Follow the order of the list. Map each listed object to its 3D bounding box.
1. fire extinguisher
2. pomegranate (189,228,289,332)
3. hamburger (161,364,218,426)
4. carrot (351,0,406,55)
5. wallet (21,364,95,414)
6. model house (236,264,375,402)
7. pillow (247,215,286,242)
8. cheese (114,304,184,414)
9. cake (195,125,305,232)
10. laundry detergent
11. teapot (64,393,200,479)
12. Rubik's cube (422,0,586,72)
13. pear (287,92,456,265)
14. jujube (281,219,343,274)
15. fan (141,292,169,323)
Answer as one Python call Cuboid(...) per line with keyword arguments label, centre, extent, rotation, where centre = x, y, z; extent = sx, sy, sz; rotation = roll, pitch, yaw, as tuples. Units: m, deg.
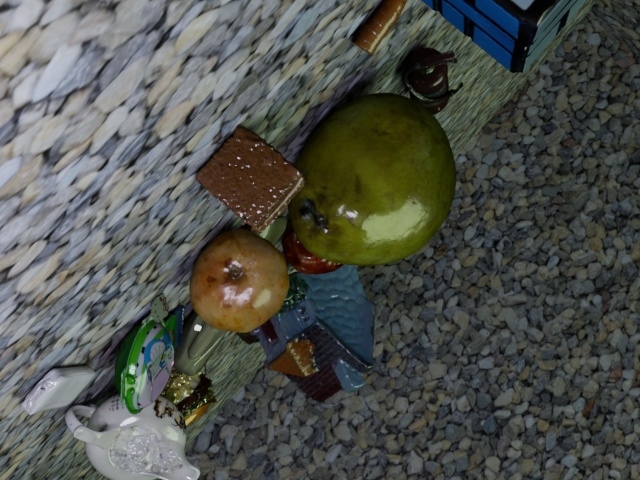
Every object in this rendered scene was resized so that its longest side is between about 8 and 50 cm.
Cuboid(label="fire extinguisher", centre=(0.260, -0.369, 2.142), extent=(0.141, 0.105, 0.341), rotation=(-17, 174, 6))
Cuboid(label="pomegranate", centre=(-0.162, 0.079, 1.846), extent=(0.207, 0.207, 0.207), rotation=(-47, 171, -10))
Cuboid(label="hamburger", centre=(-0.358, 0.360, 2.146), extent=(0.243, 0.139, 0.261), rotation=(-30, -171, -14))
Cuboid(label="carrot", centre=(0.112, -0.387, 1.617), extent=(0.139, 0.048, 0.048), rotation=(-53, 170, 14))
Cuboid(label="wallet", centre=(-0.465, 0.265, 1.668), extent=(0.095, 0.033, 0.190), rotation=(-50, 171, -1))
Cuboid(label="model house", centre=(-0.026, 0.287, 2.538), extent=(0.297, 0.339, 0.360), rotation=(-15, 162, -35))
Cuboid(label="pillow", centre=(-0.128, -0.009, 2.033), extent=(0.119, 0.053, 0.208), rotation=(-47, 174, 7))
Cuboid(label="cheese", centre=(-0.334, 0.228, 1.884), extent=(0.320, 0.083, 0.204), rotation=(-52, 151, -67))
Cuboid(label="cake", centre=(-0.112, -0.095, 1.532), extent=(0.134, 0.135, 0.147), rotation=(-48, 176, -6))
Cuboid(label="laundry detergent", centre=(-0.237, 0.171, 2.075), extent=(0.253, 0.091, 0.181), rotation=(-54, -173, 22))
Cuboid(label="teapot", centre=(-0.397, 0.410, 1.934), extent=(0.299, 0.166, 0.208), rotation=(25, 114, -36))
Cuboid(label="Rubik's cube", centre=(0.294, -0.466, 1.413), extent=(0.293, 0.288, 0.283), rotation=(-51, 170, 4))
Cuboid(label="pear", centre=(0.110, -0.118, 1.888), extent=(0.413, 0.352, 0.352), rotation=(-52, 176, -45))
Cuboid(label="jujube", centre=(0.000, 0.000, 2.311), extent=(0.174, 0.174, 0.250), rotation=(-50, 175, 12))
Cuboid(label="fan", centre=(-0.320, 0.139, 1.806), extent=(0.083, 0.004, 0.056), rotation=(-45, 134, -50))
